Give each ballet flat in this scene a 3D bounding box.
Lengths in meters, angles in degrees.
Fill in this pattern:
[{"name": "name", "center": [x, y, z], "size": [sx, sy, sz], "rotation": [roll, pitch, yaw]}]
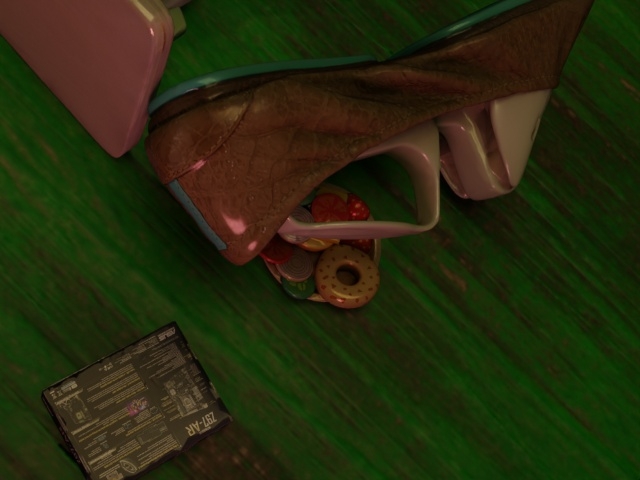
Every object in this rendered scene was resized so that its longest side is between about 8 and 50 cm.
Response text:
[{"name": "ballet flat", "center": [0.057, -0.070, 0.600], "size": [0.342, 0.116, 0.124], "rotation": [-23, 93, -35]}]

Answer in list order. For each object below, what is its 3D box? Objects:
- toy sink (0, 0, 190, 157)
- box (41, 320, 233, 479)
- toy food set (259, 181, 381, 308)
[{"name": "toy sink", "center": [-0.133, -0.194, 0.562], "size": [0.131, 0.153, 0.234], "rotation": [-40, 85, -27]}, {"name": "box", "center": [-0.101, 0.093, 0.537], "size": [0.083, 0.018, 0.067], "rotation": [-29, 81, -26]}, {"name": "toy food set", "center": [0.000, 0.000, 0.606], "size": [0.082, 0.020, 0.083], "rotation": [15, 66, -13]}]
